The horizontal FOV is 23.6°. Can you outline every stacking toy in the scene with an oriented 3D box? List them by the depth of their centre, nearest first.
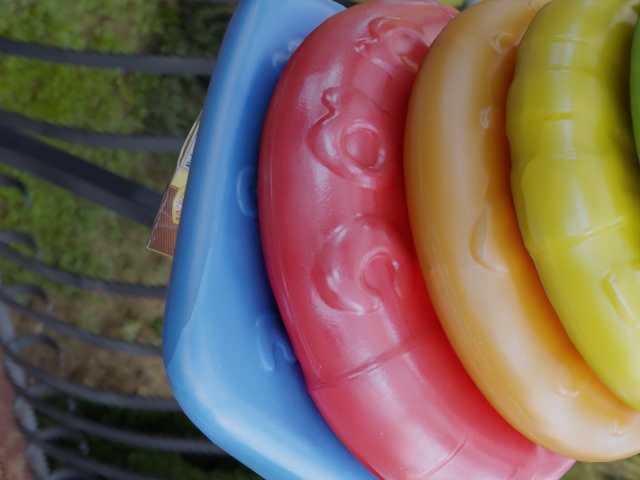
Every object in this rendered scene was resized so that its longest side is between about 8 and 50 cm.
[{"bbox_3d":[0.116,-0.020,0.414,0.175,0.302,0.165,36,51,-36],"label":"stacking toy"}]

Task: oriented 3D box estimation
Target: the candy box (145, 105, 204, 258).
[{"bbox_3d":[0.000,0.000,0.884,0.109,0.187,0.053,121,-8,-61],"label":"candy box"}]
